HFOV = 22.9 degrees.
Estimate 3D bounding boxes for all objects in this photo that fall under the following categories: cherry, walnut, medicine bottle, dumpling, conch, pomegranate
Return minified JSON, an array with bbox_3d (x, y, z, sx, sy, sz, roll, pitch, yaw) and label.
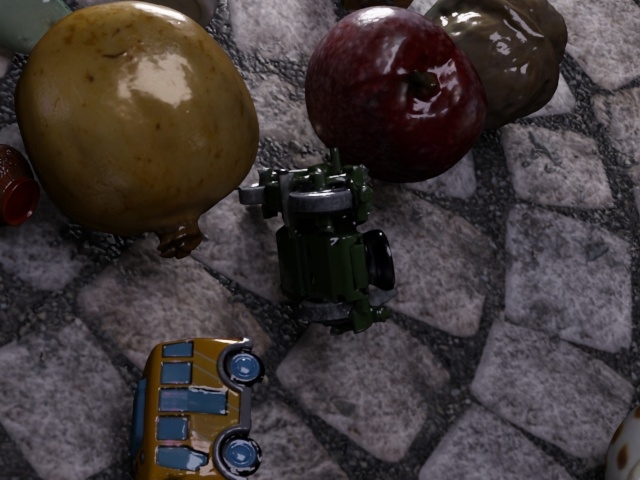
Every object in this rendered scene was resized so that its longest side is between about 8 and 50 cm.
[{"bbox_3d":[0.088,-0.182,2.012,0.230,0.300,0.203,31,82,-17],"label":"cherry"},{"bbox_3d":[0.230,-0.252,2.142,0.224,0.224,0.224,12,55,-18],"label":"walnut"},{"bbox_3d":[-0.173,-0.366,2.099,0.105,0.105,0.168,21,53,-11],"label":"medicine bottle"},{"bbox_3d":[-0.379,-0.314,1.967,0.217,0.105,0.149,31,51,-4],"label":"dumpling"},{"bbox_3d":[0.447,0.270,1.951,0.275,0.182,0.149,-4,30,-34],"label":"conch"},{"bbox_3d":[-0.218,-0.143,1.822,0.307,0.307,0.307,12,55,-18],"label":"pomegranate"}]

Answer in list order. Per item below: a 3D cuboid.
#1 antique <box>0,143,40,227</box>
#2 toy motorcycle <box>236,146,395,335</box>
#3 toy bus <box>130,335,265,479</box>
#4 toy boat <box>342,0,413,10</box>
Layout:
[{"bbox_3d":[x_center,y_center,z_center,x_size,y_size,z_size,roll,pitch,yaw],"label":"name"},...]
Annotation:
[{"bbox_3d":[-0.376,-0.063,1.810,0.104,0.104,0.104,12,55,-18],"label":"antique"},{"bbox_3d":[0.000,0.000,1.894,0.127,0.275,0.205,-11,99,-20],"label":"toy motorcycle"},{"bbox_3d":[-0.139,0.208,1.732,0.136,0.126,0.209,7,57,-11],"label":"toy bus"},{"bbox_3d":[0.064,-0.364,2.241,0.201,0.057,0.077,4,64,-23],"label":"toy boat"}]
